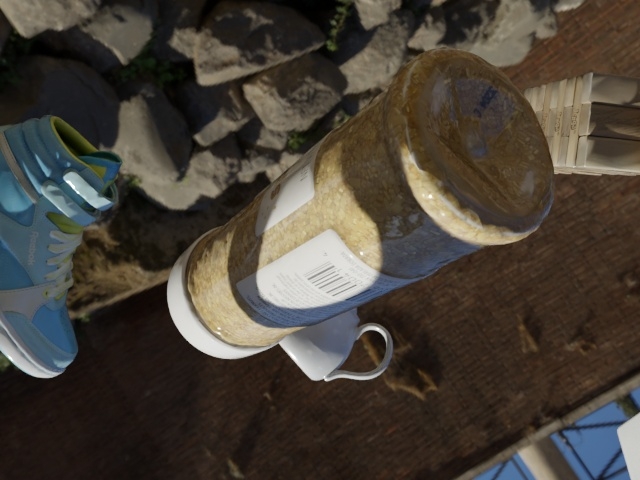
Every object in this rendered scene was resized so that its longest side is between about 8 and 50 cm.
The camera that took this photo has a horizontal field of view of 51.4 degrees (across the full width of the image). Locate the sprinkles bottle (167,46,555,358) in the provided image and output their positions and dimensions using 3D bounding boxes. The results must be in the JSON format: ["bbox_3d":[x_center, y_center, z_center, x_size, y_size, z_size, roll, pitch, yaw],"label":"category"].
[{"bbox_3d":[0.000,0.000,0.503,0.121,0.121,0.355,-31,180,-38],"label":"sprinkles bottle"}]

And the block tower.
[{"bbox_3d":[0.267,-0.122,0.753,0.097,0.090,0.335,5,-175,-8],"label":"block tower"}]

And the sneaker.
[{"bbox_3d":[-0.313,0.001,0.798,0.208,0.318,0.127,-19,-164,-2],"label":"sneaker"}]

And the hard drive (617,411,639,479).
[{"bbox_3d":[0.412,0.314,0.676,0.040,0.318,0.210,3,145,-7],"label":"hard drive"}]

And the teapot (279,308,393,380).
[{"bbox_3d":[-0.008,0.137,1.300,0.187,0.256,0.252,-39,-153,-6],"label":"teapot"}]
